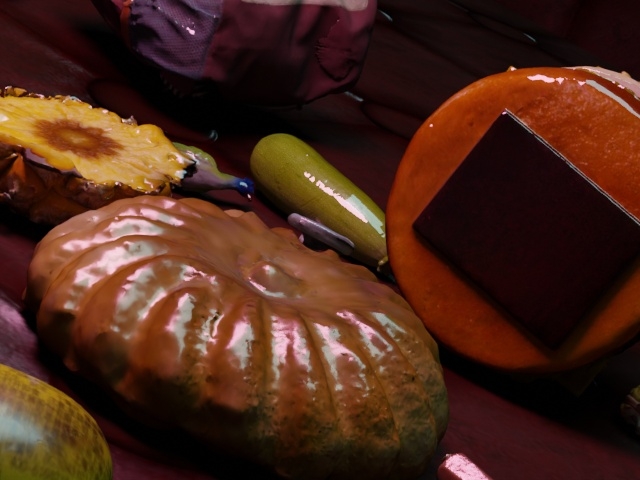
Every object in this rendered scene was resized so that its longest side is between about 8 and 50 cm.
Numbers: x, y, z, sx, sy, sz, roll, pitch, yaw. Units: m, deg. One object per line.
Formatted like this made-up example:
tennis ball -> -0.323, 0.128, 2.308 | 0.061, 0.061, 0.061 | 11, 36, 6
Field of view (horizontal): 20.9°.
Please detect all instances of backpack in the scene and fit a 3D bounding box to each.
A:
backpack -> -0.135, -0.261, 1.919 | 0.317, 0.197, 0.283 | 30, 19, 36

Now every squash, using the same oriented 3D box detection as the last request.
squash -> 0.005, -0.034, 1.647 | 0.201, 0.066, 0.066 | 41, 24, 29

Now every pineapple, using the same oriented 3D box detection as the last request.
pineapple -> -0.210, -0.062, 1.420 | 0.224, 0.076, 0.225 | 18, 18, -6

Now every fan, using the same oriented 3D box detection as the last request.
fan -> 0.000, 0.000, 1.456 | 0.057, 0.023, 0.282 | 26, -2, 1

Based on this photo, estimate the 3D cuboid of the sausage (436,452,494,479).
sausage -> 0.132, 0.191, 1.179 | 0.030, 0.035, 0.147 | 0, 27, -45

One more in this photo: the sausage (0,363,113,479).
sausage -> -0.251, 0.090, 0.830 | 0.347, 0.123, 0.123 | 21, 17, -12

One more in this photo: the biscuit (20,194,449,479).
biscuit -> -0.049, 0.058, 1.240 | 0.325, 0.107, 0.326 | 22, 14, -6

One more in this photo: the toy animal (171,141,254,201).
toy animal -> -0.162, -0.075, 1.590 | 0.216, 0.041, 0.075 | 17, 16, -8

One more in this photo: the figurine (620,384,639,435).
figurine -> 0.297, 0.163, 1.469 | 0.064, 0.047, 0.109 | 47, 5, -41

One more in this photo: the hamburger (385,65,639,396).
hamburger -> 0.207, -0.020, 1.509 | 0.291, 0.291, 0.225 | 29, 9, 16
